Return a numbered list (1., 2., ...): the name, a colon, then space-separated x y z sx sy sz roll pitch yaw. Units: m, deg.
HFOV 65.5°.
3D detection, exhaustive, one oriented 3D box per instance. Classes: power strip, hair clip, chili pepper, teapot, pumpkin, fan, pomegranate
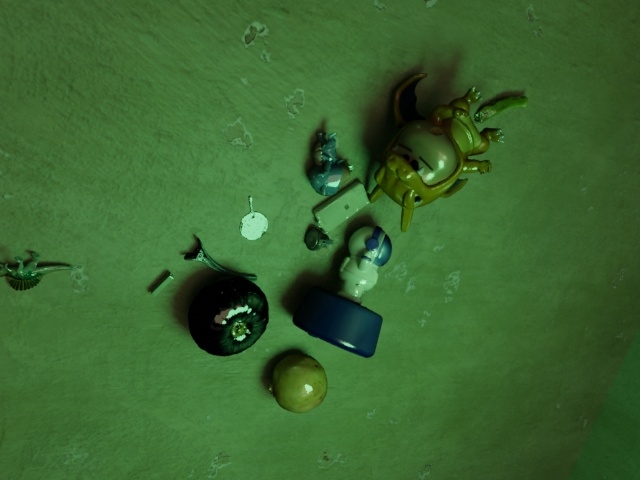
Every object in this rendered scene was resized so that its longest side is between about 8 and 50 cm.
1. power strip: -0.431 0.119 1.349 0.083 0.027 0.017 -45 124 -1
2. hair clip: -0.275 0.073 1.409 0.229 0.039 0.070 35 93 -38
3. chili pepper: 0.591 -0.436 1.625 0.201 0.050 0.052 -21 82 -16
4. teapot: 0.000 0.000 1.486 0.057 0.088 0.066 3 95 -42
5. power strip: 0.065 -0.102 1.503 0.192 0.035 0.081 -36 122 -10
6. pumpkin: -0.256 0.211 1.396 0.232 0.163 0.233 -12 120 -23
7. fan: -0.191 -0.062 1.407 0.085 0.005 0.134 -15 118 -20
8. pomegranate: -0.068 0.459 1.586 0.191 0.191 0.191 -10 115 -23

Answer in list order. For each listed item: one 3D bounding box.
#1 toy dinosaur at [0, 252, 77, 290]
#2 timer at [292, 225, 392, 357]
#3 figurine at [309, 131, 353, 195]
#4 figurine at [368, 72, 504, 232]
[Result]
1. toy dinosaur: -0.703 0.082 1.192 0.187 0.044 0.106 20 114 -45
2. timer: 0.106 0.133 1.520 0.270 0.270 0.384 28 83 -33
3. figurine: 0.038 -0.215 1.406 0.144 0.114 0.178 -9 106 -25
4. figurine: 0.333 -0.231 1.438 0.387 0.268 0.401 -42 127 -16
